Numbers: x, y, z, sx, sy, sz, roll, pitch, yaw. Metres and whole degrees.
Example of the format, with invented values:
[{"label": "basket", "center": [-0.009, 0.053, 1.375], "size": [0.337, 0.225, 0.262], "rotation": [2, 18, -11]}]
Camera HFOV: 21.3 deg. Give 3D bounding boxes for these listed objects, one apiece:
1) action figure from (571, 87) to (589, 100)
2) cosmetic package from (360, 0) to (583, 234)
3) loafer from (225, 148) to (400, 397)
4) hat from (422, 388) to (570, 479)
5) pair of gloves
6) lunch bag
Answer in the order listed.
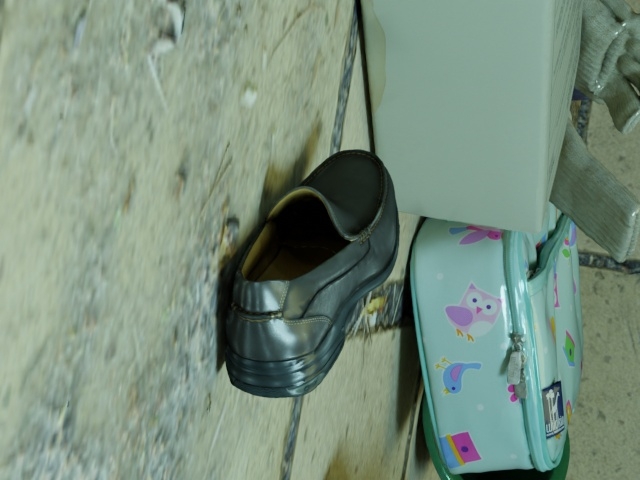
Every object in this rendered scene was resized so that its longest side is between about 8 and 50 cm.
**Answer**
[{"label": "action figure", "center": [0.181, -0.220, 1.428], "size": [0.185, 0.099, 0.285], "rotation": [-59, 153, -43]}, {"label": "cosmetic package", "center": [0.094, -0.158, 0.999], "size": [0.309, 0.113, 0.160], "rotation": [83, 19, -55]}, {"label": "loafer", "center": [0.000, 0.000, 0.806], "size": [0.170, 0.062, 0.061], "rotation": [-68, 158, -51]}, {"label": "hat", "center": [0.117, 0.196, 1.604], "size": [0.208, 0.183, 0.173], "rotation": [18, 64, -35]}, {"label": "pair of gloves", "center": [0.173, -0.116, 1.241], "size": [0.042, 0.204, 0.240], "rotation": [-31, 143, -20]}, {"label": "lunch bag", "center": [0.151, 0.051, 1.388], "size": [0.279, 0.108, 0.224], "rotation": [-54, 140, -68]}]
